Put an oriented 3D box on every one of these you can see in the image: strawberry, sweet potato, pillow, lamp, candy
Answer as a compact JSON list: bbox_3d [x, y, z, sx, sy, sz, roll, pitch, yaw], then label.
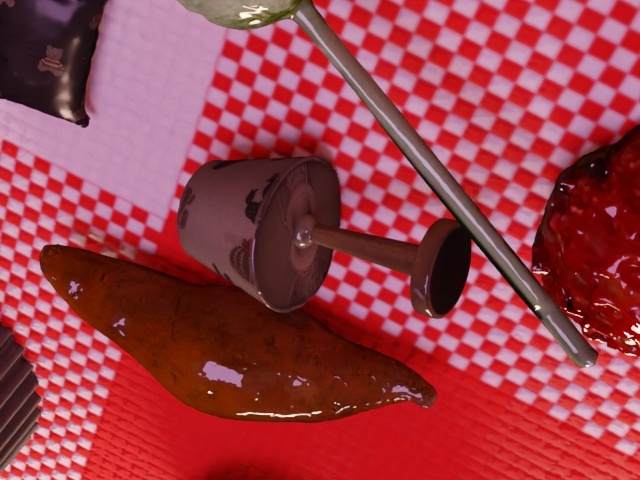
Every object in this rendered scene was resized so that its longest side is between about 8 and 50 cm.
[{"bbox_3d":[0.258,0.034,0.893,0.236,0.111,0.190,24,132,3],"label":"strawberry"},{"bbox_3d":[-0.077,0.094,1.106,0.359,0.112,0.112,13,132,10],"label":"sweet potato"},{"bbox_3d":[-0.210,-0.153,0.996,0.090,0.048,0.150,28,132,5],"label":"pillow"},{"bbox_3d":[0.000,0.000,0.974,0.214,0.121,0.121,16,134,28],"label":"lamp"},{"bbox_3d":[0.045,-0.082,0.867,0.119,0.119,0.440,-32,104,40],"label":"candy"}]

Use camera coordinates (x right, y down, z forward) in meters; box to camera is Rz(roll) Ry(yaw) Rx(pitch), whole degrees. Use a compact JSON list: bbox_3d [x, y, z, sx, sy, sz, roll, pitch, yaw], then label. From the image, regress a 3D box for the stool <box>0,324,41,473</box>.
[{"bbox_3d":[-0.472,0.215,1.237,0.297,0.330,0.297,13,132,14],"label":"stool"}]
